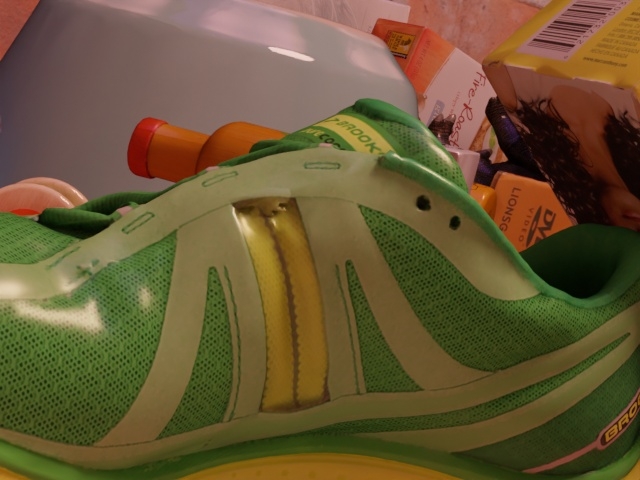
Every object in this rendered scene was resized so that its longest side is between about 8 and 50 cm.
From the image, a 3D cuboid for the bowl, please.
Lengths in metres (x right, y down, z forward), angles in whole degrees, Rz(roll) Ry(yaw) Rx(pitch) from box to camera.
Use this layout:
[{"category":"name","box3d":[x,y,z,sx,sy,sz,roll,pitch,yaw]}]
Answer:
[{"category":"bowl","box3d":[-0.067,-0.061,0.849,0.311,0.163,0.311,13,6,-1]}]

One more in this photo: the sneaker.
[{"category":"sneaker","box3d":[-0.023,0.014,0.410,0.295,0.123,0.109,10,8,-33]}]

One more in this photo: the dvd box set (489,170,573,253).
[{"category":"dvd box set","box3d":[0.326,0.071,0.820,0.420,0.062,0.307,17,-4,29]}]

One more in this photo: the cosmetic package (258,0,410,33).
[{"category":"cosmetic package","box3d":[-0.047,-0.149,1.432,0.225,0.224,0.138,14,5,0]}]

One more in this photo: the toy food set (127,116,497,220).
[{"category":"toy food set","box3d":[0.000,0.000,0.660,0.104,0.111,0.232,17,9,18]}]

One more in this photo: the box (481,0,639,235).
[{"category":"box","box3d":[0.148,0.018,0.497,0.232,0.058,0.087,54,-14,-25]}]

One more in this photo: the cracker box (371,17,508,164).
[{"category":"cracker box","box3d":[0.113,-0.079,1.298,0.232,0.155,0.067,25,-3,-44]}]

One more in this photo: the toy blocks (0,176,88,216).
[{"category":"toy blocks","box3d":[-0.159,-0.004,0.589,0.123,0.054,0.148,14,6,-2]}]

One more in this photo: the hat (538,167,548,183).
[{"category":"hat","box3d":[0.229,-0.057,1.087,0.134,0.331,0.331,-25,5,3]}]

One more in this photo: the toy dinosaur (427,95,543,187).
[{"category":"toy dinosaur","box3d":[0.136,-0.023,1.173,0.313,0.121,0.160,-7,52,-40]}]
